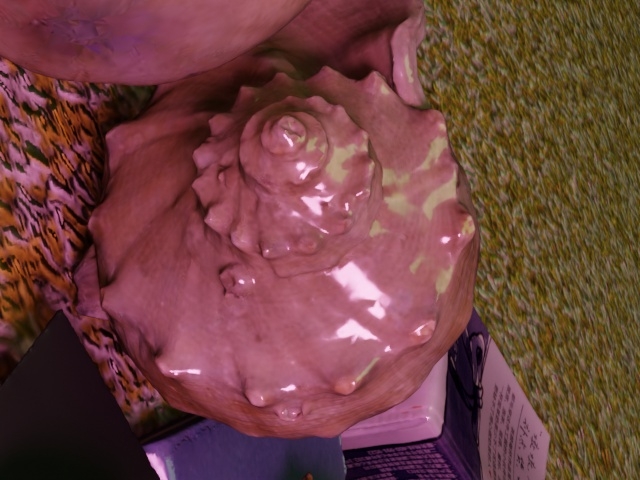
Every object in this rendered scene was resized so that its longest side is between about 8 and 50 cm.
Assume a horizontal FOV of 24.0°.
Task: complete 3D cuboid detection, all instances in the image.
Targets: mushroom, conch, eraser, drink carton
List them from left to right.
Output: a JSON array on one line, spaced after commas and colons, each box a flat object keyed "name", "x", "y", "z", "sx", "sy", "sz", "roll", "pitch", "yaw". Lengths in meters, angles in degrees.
[{"name": "mushroom", "x": -0.098, "y": -0.182, "z": 0.709, "sx": 0.255, "sy": 0.255, "sz": 0.184, "roll": -73, "pitch": 179, "yaw": -47}, {"name": "eraser", "x": -0.049, "y": 0.133, "z": 0.856, "sx": 0.225, "sy": 0.036, "sz": 0.082, "roll": -18, "pitch": 95, "yaw": -65}, {"name": "conch", "x": -0.026, "y": -0.022, "z": 0.796, "sx": 0.324, "sy": 0.186, "sz": 0.263, "roll": 136, "pitch": -32, "yaw": -69}, {"name": "drink carton", "x": 0.082, "y": 0.140, "z": 1.059, "sx": 0.222, "sy": 0.102, "sz": 0.134, "roll": 55, "pitch": 31, "yaw": -39}]

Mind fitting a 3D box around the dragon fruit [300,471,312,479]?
[{"name": "dragon fruit", "x": 0.021, "y": 0.213, "z": 0.831, "sx": 0.102, "sy": 0.096, "sz": 0.147, "roll": -75, "pitch": 172, "yaw": -67}]

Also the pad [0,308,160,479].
[{"name": "pad", "x": -0.136, "y": 0.234, "z": 0.620, "sx": 0.248, "sy": 0.007, "sz": 0.367, "roll": 64, "pitch": 33, "yaw": -27}]
